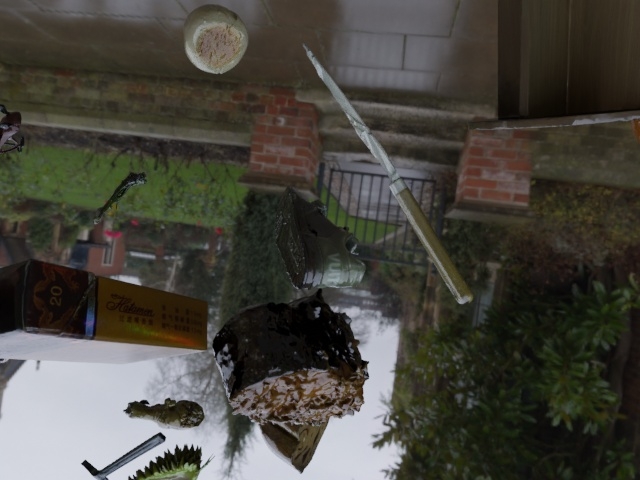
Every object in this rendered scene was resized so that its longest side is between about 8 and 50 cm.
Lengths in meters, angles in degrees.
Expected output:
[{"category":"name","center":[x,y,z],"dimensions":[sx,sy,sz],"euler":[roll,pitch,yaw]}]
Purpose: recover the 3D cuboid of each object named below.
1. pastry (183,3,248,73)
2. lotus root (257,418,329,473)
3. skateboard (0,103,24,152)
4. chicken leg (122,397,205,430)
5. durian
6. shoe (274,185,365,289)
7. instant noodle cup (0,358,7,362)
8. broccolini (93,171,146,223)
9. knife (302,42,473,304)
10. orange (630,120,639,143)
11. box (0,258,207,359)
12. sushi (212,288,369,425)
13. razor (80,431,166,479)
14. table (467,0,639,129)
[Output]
[{"category":"pastry","center":[-0.250,-0.478,1.167],"dimensions":[0.156,0.156,0.092],"euler":[8,-145,-33]},{"category":"lotus root","center":[-0.089,0.489,1.331],"dimensions":[0.179,0.188,0.199],"euler":[18,146,25]},{"category":"skateboard","center":[-0.789,-0.269,1.247],"dimensions":[0.080,0.067,0.151],"euler":[-1,150,-49]},{"category":"chicken leg","center":[-0.441,0.487,1.394],"dimensions":[0.227,0.088,0.103],"euler":[14,161,-11]},{"category":"durian","center":[-0.362,0.583,1.022],"dimensions":[0.169,0.356,0.157],"euler":[19,154,26]},{"category":"shoe","center":[0.001,-0.002,0.970],"dimensions":[0.149,0.109,0.293],"euler":[10,-148,-19]},{"category":"instant noodle cup","center":[-0.758,0.217,1.198],"dimensions":[0.127,0.127,0.136],"euler":[7,-137,15]},{"category":"broccolini","center":[-0.601,-0.133,1.485],"dimensions":[0.062,0.123,0.272],"euler":[40,-151,-20]},{"category":"knife","center":[0.066,-0.067,0.476],"dimensions":[0.017,0.298,0.047],"euler":[-31,177,5]},{"category":"orange","center":[0.586,-0.203,0.752],"dimensions":[0.205,0.206,0.206],"euler":[8,179,0]},{"category":"box","center":[-0.438,0.153,0.911],"dimensions":[0.264,0.116,0.415],"euler":[-13,159,25]},{"category":"sushi","center":[-0.033,0.227,0.938],"dimensions":[0.348,0.234,0.208],"euler":[20,-147,-49]},{"category":"razor","center":[-0.359,0.403,0.906],"dimensions":[0.190,0.066,0.033],"euler":[-32,-162,16]},{"category":"table","center":[0.211,-0.216,0.420],"dimensions":[0.167,0.227,0.167],"euler":[-5,-166,1]}]
